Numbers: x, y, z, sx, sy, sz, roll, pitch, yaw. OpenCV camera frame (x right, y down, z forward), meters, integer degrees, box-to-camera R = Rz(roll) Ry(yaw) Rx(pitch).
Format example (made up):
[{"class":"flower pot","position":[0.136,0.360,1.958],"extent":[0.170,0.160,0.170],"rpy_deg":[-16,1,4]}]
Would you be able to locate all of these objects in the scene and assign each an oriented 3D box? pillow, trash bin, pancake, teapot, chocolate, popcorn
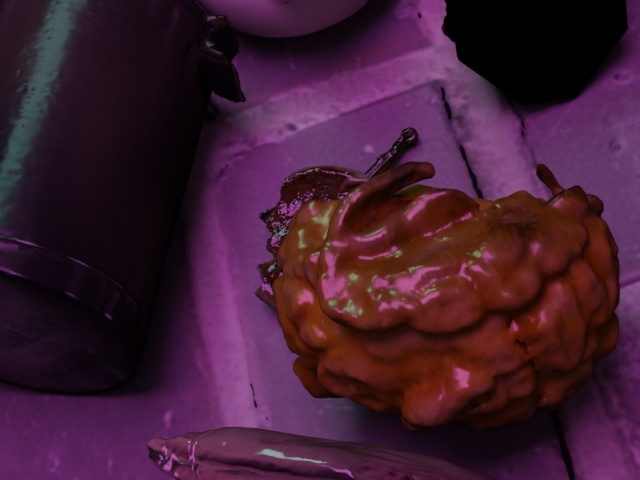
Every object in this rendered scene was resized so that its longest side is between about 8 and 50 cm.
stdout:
[{"class":"pillow","position":[0.032,0.167,1.095],"extent":[0.173,0.270,0.067],"rpy_deg":[4,79,34]},{"class":"trash bin","position":[-0.209,-0.054,1.353],"extent":[0.252,0.203,0.302],"rpy_deg":[6,60,12]},{"class":"pancake","position":[0.006,0.001,1.339],"extent":[0.116,0.022,0.130],"rpy_deg":[-1,72,10]},{"class":"teapot","position":[-0.036,-0.294,1.485],"extent":[0.208,0.166,0.300],"rpy_deg":[-30,62,15]},{"class":"chocolate","position":[0.163,-0.209,1.385],"extent":[0.156,0.156,0.133],"rpy_deg":[-26,25,3]},{"class":"popcorn","position":[0.081,0.039,1.177],"extent":[0.250,0.250,0.190],"rpy_deg":[-8,91,16]}]

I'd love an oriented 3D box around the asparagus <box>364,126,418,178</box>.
[{"class":"asparagus","position":[0.036,-0.048,1.375],"extent":[0.127,0.015,0.018],"rpy_deg":[-45,54,-11]}]
